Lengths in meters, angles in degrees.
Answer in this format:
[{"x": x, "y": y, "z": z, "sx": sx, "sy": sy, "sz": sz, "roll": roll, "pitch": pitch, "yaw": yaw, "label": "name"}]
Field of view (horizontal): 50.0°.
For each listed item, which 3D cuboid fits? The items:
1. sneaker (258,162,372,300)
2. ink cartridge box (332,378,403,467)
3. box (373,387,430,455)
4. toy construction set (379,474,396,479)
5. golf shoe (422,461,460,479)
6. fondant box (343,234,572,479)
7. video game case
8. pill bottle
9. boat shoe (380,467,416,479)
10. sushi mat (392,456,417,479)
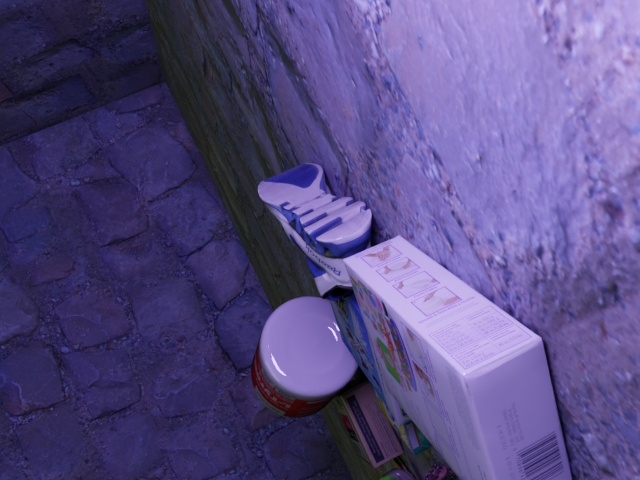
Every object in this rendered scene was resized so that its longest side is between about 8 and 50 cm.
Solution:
[{"x": 0.001, "y": 0.000, "z": 1.161, "sx": 0.315, "sy": 0.127, "sz": 0.182, "roll": 46, "pitch": 156, "yaw": 56, "label": "sneaker"}, {"x": 0.110, "y": 0.459, "z": 1.747, "sx": 0.193, "sy": 0.088, "sz": 0.235, "roll": 63, "pitch": 170, "yaw": 7, "label": "ink cartridge box"}, {"x": 0.155, "y": 0.338, "z": 1.392, "sx": 0.179, "sy": 0.043, "sz": 0.105, "roll": -131, "pitch": 20, "yaw": -61, "label": "box"}, {"x": 0.180, "y": 0.551, "z": 1.222, "sx": 0.257, "sy": 0.237, "sz": 0.309, "roll": 48, "pitch": -142, "yaw": -19, "label": "toy construction set"}, {"x": 0.237, "y": 0.419, "z": 1.149, "sx": 0.086, "sy": 0.067, "sz": 0.186, "roll": 36, "pitch": 165, "yaw": 1, "label": "golf shoe"}, {"x": 0.157, "y": 0.159, "z": 0.846, "sx": 0.330, "sy": 0.096, "sz": 0.238, "roll": 42, "pitch": 154, "yaw": 62, "label": "fondant box"}, {"x": 0.089, "y": 0.169, "z": 1.285, "sx": 0.269, "sy": 0.061, "sz": 0.244, "roll": 52, "pitch": 162, "yaw": 52, "label": "video game case"}, {"x": -0.050, "y": 0.302, "z": 1.666, "sx": 0.229, "sy": 0.229, "sz": 0.408, "roll": 62, "pitch": 161, "yaw": 17, "label": "pill bottle"}, {"x": 0.223, "y": 0.702, "z": 1.617, "sx": 0.355, "sy": 0.132, "sz": 0.130, "roll": 67, "pitch": 167, "yaw": 0, "label": "boat shoe"}, {"x": 0.249, "y": 0.691, "z": 1.772, "sx": 0.151, "sy": 0.019, "sz": 0.317, "roll": 44, "pitch": 156, "yaw": 60, "label": "sushi mat"}]
